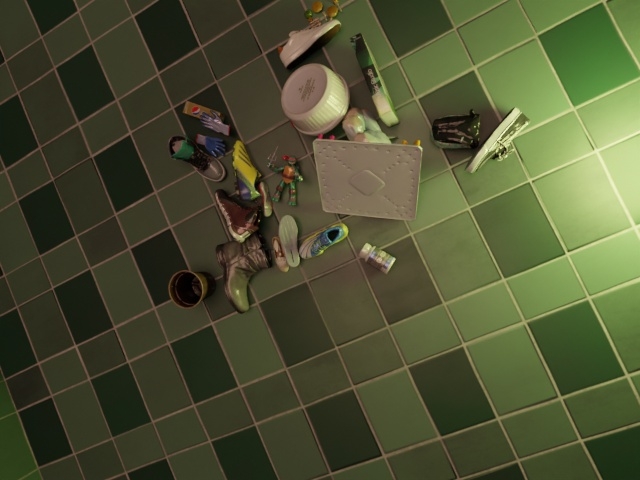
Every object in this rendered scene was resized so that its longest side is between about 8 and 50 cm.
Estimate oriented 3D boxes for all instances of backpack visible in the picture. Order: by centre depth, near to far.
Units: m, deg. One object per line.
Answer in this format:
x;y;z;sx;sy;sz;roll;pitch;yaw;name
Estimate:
0.525;-0.421;1.710;0.182;0.115;0.151;1;80;14;backpack

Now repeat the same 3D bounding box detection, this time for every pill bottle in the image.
0.233;0.073;1.811;0.137;0.078;0.078;31;98;10;pill bottle

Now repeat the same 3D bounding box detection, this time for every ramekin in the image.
-0.031;-0.554;1.689;0.273;0.127;0.272;-9;72;31;ramekin

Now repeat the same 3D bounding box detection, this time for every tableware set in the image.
0.010;-0.980;1.866;0.154;0.024;0.103;-27;82;14;tableware set

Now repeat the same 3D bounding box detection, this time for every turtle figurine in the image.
-0.140;-0.277;1.872;0.175;0.118;0.234;20;112;27;turtle figurine

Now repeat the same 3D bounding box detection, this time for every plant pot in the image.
-0.564;0.209;1.959;0.167;0.165;0.166;0;92;13;plant pot

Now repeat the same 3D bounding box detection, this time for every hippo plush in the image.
0.146;-0.379;1.775;0.236;0.294;0.234;-41;60;36;hippo plush

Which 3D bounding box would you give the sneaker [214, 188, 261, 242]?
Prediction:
-0.347;-0.136;1.921;0.163;0.106;0.281;-30;70;5;sneaker

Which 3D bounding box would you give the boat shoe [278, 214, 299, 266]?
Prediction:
-0.141;0.004;1.898;0.083;0.076;0.226;-5;91;-12;boat shoe

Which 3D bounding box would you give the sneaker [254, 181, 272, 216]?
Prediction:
-0.259;-0.178;1.938;0.065;0.061;0.157;-15;79;25;sneaker

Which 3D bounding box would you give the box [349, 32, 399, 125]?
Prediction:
0.217;-0.619;1.717;0.059;0.232;0.321;-23;86;18;box

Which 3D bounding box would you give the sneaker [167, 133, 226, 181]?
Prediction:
-0.565;-0.374;1.937;0.296;0.178;0.123;38;99;10;sneaker

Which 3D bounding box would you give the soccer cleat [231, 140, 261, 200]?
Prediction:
-0.325;-0.307;1.921;0.121;0.093;0.288;-7;72;-9;soccer cleat

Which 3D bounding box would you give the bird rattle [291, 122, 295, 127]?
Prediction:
-0.038;-0.599;1.860;0.254;0.143;0.206;-16;76;26;bird rattle

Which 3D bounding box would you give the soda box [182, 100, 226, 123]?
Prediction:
-0.528;-0.575;1.983;0.182;0.061;0.058;22;97;12;soda box

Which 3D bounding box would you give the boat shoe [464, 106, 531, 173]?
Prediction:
0.685;-0.364;1.678;0.105;0.113;0.306;40;84;3;boat shoe

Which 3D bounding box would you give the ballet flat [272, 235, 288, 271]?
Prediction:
-0.183;0.061;1.922;0.057;0.052;0.168;-16;88;13;ballet flat

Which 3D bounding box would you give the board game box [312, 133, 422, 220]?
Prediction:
0.184;-0.238;1.692;0.390;0.389;0.050;7;54;13;board game box

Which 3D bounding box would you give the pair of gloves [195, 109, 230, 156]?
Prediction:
-0.482;-0.478;1.952;0.159;0.023;0.198;27;124;8;pair of gloves

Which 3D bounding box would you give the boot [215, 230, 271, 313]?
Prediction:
-0.316;0.142;1.930;0.223;0.118;0.337;-17;92;8;boot

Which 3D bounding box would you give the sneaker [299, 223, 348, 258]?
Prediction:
0.000;0.000;1.839;0.240;0.126;0.091;-34;84;12;sneaker

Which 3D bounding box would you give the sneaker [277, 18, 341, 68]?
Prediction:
-0.058;-0.861;1.840;0.290;0.106;0.123;-31;87;14;sneaker
